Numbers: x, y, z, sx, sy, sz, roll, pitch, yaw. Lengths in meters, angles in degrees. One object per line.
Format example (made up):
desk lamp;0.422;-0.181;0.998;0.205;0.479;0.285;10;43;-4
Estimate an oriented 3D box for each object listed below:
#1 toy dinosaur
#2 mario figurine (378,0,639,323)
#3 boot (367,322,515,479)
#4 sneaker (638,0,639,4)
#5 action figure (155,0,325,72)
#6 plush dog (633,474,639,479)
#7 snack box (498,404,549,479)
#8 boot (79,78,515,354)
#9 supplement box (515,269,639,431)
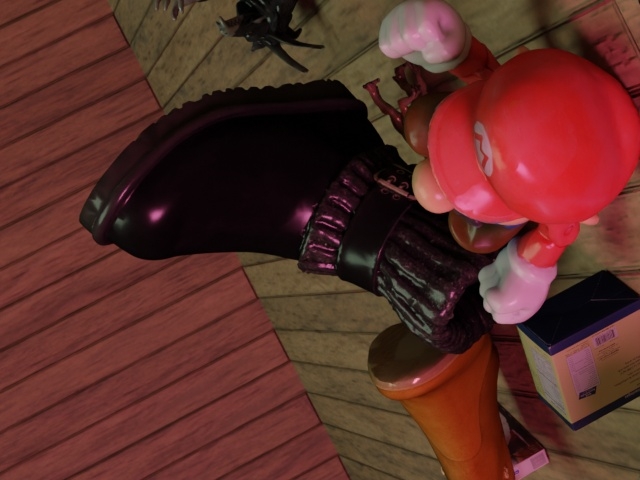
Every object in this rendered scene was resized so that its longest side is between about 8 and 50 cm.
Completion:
toy dinosaur;0.079;-0.107;1.514;0.092;0.053;0.183;62;169;-3
mario figurine;0.102;-0.053;1.201;0.198;0.170;0.320;28;177;-1
boot;0.128;0.166;1.600;0.295;0.104;0.211;-48;-55;-71
sneaker;0.187;-0.163;0.766;0.153;0.101;0.268;59;174;16
action figure;-0.108;-0.283;1.743;0.275;0.141;0.164;62;158;13
plush dog;0.312;0.290;1.169;0.225;0.211;0.262;52;-146;-69
snack box;0.169;0.200;1.802;0.178;0.064;0.022;44;161;59
boot;0.002;-0.003;1.395;0.260;0.348;0.131;47;130;20
supplement box;0.204;0.084;1.305;0.056;0.083;0.083;46;160;57
